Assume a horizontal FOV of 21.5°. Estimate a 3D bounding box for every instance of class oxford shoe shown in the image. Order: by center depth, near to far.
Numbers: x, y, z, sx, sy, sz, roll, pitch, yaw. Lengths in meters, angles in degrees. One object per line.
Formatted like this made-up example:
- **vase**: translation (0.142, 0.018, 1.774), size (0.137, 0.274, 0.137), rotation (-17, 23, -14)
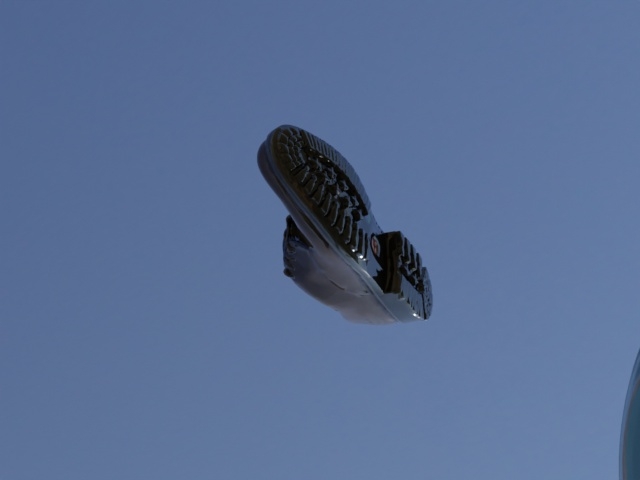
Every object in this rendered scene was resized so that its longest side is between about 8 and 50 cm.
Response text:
- **oxford shoe**: translation (0.000, 0.000, 1.328), size (0.227, 0.096, 0.082), rotation (55, -148, -39)

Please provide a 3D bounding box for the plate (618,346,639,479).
- **plate**: translation (0.178, 0.099, 0.746), size (0.024, 0.188, 0.188), rotation (4, -102, -24)
